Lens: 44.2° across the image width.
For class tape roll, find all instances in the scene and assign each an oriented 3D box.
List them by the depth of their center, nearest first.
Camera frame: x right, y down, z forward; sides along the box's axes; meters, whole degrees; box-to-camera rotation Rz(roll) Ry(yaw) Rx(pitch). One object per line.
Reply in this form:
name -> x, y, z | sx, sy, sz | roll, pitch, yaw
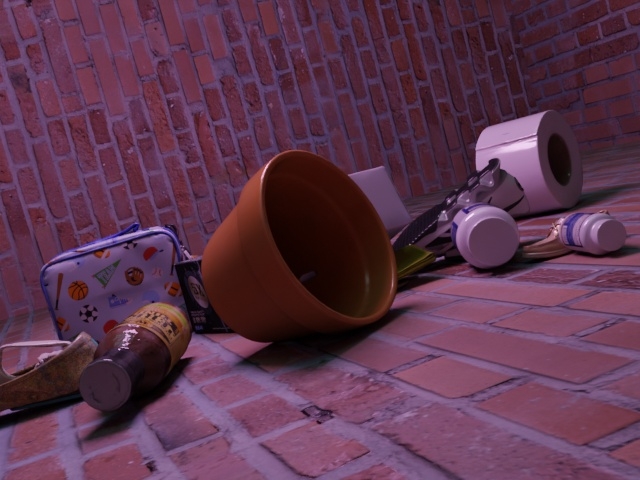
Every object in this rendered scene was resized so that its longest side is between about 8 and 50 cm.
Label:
tape roll -> 0.518, -0.184, 1.949 | 0.169, 0.246, 0.246 | -11, 6, 42

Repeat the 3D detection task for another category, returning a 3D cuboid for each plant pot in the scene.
plant pot -> -0.050, 0.033, 1.236 | 0.203, 0.291, 0.291 | -32, -5, 34

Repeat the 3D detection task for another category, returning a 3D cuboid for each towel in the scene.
towel -> 0.090, 0.065, 1.447 | 0.237, 0.021, 0.102 | -25, 23, -16

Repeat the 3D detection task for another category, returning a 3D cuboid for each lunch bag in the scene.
lunch bag -> -0.405, 0.098, 1.619 | 0.303, 0.243, 0.115 | -17, 5, -8

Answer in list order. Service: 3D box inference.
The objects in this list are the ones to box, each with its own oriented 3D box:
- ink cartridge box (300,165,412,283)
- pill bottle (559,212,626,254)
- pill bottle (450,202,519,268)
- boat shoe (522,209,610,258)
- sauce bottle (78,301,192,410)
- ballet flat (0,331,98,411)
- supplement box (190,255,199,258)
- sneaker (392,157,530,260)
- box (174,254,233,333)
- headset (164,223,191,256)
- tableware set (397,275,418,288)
ink cartridge box -> 0.000, 0.000, 1.547 | 0.223, 0.129, 0.307 | -18, -16, -31
pill bottle -> 0.439, -0.011, 1.268 | 0.067, 0.067, 0.120 | -16, 5, -7
pill bottle -> 0.296, -0.008, 1.414 | 0.112, 0.112, 0.187 | -15, 5, 6
boat shoe -> 0.424, -0.011, 1.360 | 0.170, 0.059, 0.063 | -16, 5, -6
sauce bottle -> -0.272, 0.171, 1.183 | 0.111, 0.111, 0.344 | -15, 6, 1
ballet flat -> -0.514, 0.229, 1.242 | 0.348, 0.123, 0.123 | -17, 5, -12
supplement box -> -0.378, 0.123, 1.885 | 0.233, 0.078, 0.080 | -30, -5, 8
sneaker -> 0.272, -0.007, 1.584 | 0.330, 0.146, 0.122 | -38, 15, 26
box -> -0.190, 0.098, 1.524 | 0.077, 0.147, 0.180 | -19, 7, -39
headset -> -0.526, 0.107, 2.245 | 0.243, 0.185, 0.394 | -10, 19, 45
tableware set -> 0.075, 0.082, 1.503 | 0.194, 0.039, 0.128 | -12, 6, 32
